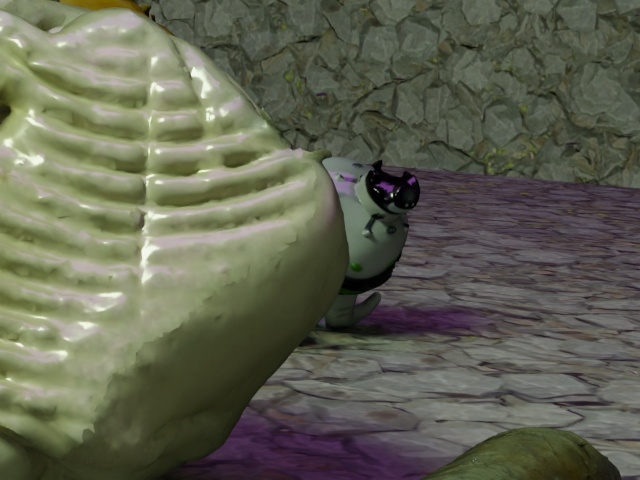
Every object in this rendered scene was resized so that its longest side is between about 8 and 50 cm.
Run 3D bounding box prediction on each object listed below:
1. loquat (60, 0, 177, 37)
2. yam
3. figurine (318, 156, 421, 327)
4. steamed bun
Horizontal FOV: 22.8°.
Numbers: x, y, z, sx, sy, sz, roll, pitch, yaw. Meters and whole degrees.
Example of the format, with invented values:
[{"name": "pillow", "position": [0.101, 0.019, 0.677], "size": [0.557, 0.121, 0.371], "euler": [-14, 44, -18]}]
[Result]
[{"name": "loquat", "position": [-0.178, -0.049, 1.099], "size": [0.263, 0.263, 0.263], "euler": [3, 8, 0]}, {"name": "yam", "position": [0.063, 0.111, 0.599], "size": [0.069, 0.070, 0.146], "euler": [7, 10, 26]}, {"name": "figurine", "position": [0.000, 0.000, 1.143], "size": [0.147, 0.126, 0.192], "euler": [-21, -9, -45]}, {"name": "steamed bun", "position": [-0.164, 0.001, 0.706], "size": [0.320, 0.275, 0.206], "euler": [31, -22, 1]}]
